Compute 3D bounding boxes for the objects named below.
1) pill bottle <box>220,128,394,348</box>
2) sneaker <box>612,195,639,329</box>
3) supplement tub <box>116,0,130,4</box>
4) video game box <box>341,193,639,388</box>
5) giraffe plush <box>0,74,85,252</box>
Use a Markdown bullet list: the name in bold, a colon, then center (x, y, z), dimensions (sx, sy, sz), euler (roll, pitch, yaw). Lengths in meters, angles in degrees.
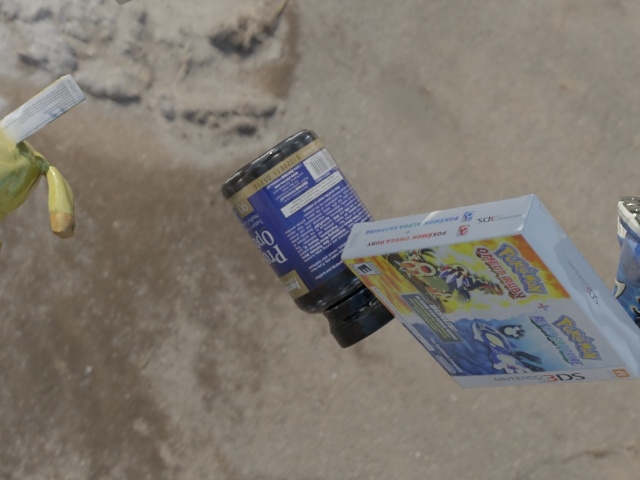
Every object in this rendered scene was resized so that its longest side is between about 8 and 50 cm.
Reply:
- **pill bottle**: center (0.000, 0.000, 1.407), dimensions (0.123, 0.123, 0.219), euler (-36, 92, -43)
- **sneaker**: center (0.332, 0.037, 1.213), dimensions (0.129, 0.330, 0.147), euler (3, 87, 13)
- **supplement tub**: center (-0.091, -0.278, 1.014), dimensions (0.199, 0.144, 0.144), euler (-26, 67, -8)
- **video game box**: center (0.149, 0.051, 1.119), dimensions (0.205, 0.187, 0.048), euler (46, 50, -32)
- **giraffe plush**: center (-0.272, -0.036, 0.866), dimensions (0.210, 0.170, 0.181), euler (-21, 89, -31)
